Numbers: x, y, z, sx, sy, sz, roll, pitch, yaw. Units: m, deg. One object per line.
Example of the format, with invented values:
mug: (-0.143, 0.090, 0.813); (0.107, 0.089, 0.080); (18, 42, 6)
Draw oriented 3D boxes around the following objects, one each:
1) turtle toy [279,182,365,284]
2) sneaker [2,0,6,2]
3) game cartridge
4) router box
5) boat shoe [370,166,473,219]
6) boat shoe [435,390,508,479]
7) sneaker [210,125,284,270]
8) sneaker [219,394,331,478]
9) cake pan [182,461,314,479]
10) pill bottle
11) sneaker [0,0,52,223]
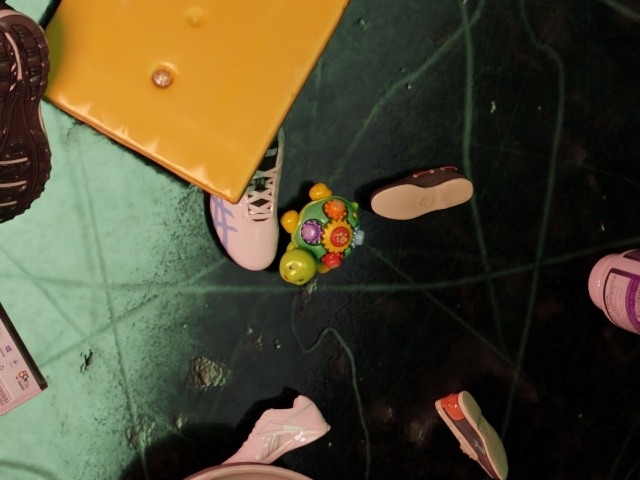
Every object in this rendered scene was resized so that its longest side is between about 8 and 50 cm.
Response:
turtle toy: (0.000, 0.000, 1.955); (0.130, 0.066, 0.095); (-44, 117, -11)
sneaker: (-0.447, -0.243, 1.730); (0.267, 0.106, 0.101); (-18, 105, -30)
game cartridge: (-0.139, -0.247, 1.842); (0.285, 0.053, 0.324); (30, 85, 0)
router box: (-0.412, 0.024, 1.720); (0.081, 0.243, 0.309); (-31, 107, -14)
boat shoe: (0.120, -0.060, 2.013); (0.133, 0.042, 0.049); (-12, 126, -18)
boat shoe: (0.195, 0.251, 2.080); (0.043, 0.049, 0.137); (-22, 112, 27)
sneaker: (-0.081, -0.079, 1.912); (0.085, 0.086, 0.237); (-6, 100, -21)
sneaker: (-0.066, 0.241, 1.983); (0.152, 0.053, 0.061); (-28, 87, -15)
cake pan: (-0.095, 0.390, 1.952); (0.293, 0.054, 0.293); (-3, 109, -10)
pill bottle: (0.419, 0.068, 2.055); (0.108, 0.193, 0.108); (-3, 99, -20)
sneaker: (-0.353, -0.138, 1.788); (0.100, 0.108, 0.272); (-7, 124, -30)
